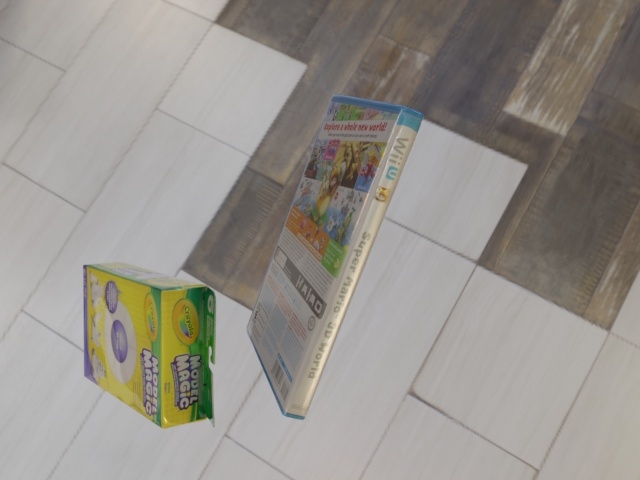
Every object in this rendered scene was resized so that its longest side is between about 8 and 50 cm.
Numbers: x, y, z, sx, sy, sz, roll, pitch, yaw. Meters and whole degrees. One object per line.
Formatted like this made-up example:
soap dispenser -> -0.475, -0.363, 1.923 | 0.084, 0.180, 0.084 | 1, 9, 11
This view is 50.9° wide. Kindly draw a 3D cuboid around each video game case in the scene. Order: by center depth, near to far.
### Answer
video game case -> 0.000, 0.000, 0.386 | 0.015, 0.119, 0.166 | 18, 99, -19

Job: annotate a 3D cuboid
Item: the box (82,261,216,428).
box -> -0.138, 0.079, 0.534 | 0.179, 0.043, 0.105 | 7, 98, 48
